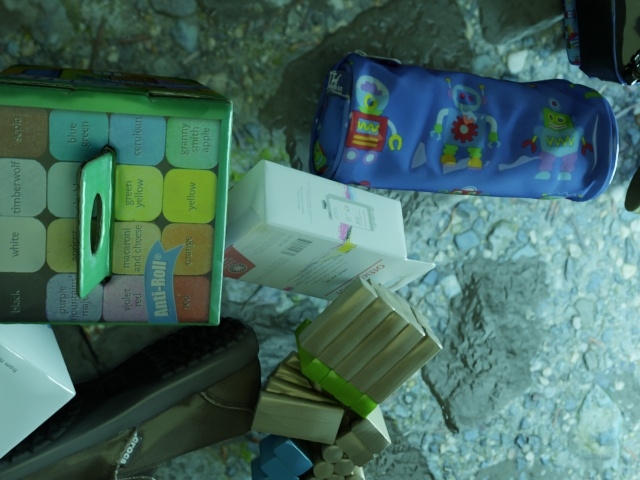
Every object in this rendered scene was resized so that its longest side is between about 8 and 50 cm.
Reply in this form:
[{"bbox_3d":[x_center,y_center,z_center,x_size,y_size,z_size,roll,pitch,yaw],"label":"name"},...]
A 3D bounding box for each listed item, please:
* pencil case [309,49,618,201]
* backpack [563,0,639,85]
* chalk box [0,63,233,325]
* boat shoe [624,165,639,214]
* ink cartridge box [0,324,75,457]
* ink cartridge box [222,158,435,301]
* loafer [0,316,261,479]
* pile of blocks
[{"bbox_3d":[0.138,-0.110,0.841,0.306,0.119,0.133,3,90,-16],"label":"pencil case"},{"bbox_3d":[0.347,-0.246,0.861,0.173,0.117,0.158,-15,108,-10],"label":"backpack"},{"bbox_3d":[-0.170,-0.039,0.684,0.179,0.289,0.180,2,104,-16],"label":"chalk box"},{"bbox_3d":[0.391,-0.083,0.952,0.045,0.050,0.135,31,95,-15],"label":"boat shoe"},{"bbox_3d":[-0.384,0.108,0.689,0.270,0.198,0.197,-40,131,-1],"label":"ink cartridge box"},{"bbox_3d":[0.000,0.000,0.818,0.198,0.115,0.067,16,57,-32],"label":"ink cartridge box"},{"bbox_3d":[-0.211,0.207,0.821,0.366,0.134,0.130,-24,109,-8],"label":"loafer"},{"bbox_3d":[-0.007,0.187,0.876,0.149,0.112,0.362,16,108,-13],"label":"pile of blocks"}]
